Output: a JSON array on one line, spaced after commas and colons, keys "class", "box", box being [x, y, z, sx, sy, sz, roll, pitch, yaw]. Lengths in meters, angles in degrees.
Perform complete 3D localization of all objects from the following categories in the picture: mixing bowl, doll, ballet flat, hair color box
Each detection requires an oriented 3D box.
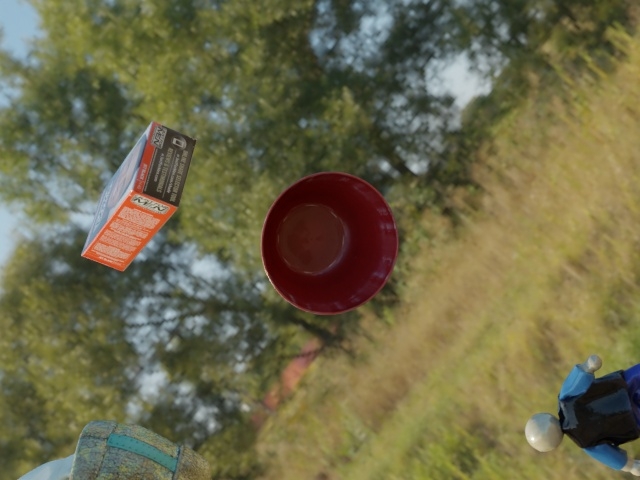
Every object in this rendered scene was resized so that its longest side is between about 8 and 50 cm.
[{"class": "mixing bowl", "box": [0.000, 0.000, 1.438, 0.181, 0.181, 0.098, -51, 16, -7]}, {"class": "doll", "box": [0.288, 0.163, 1.056, 0.189, 0.129, 0.046, -18, 10, 7]}, {"class": "ballet flat", "box": [-0.206, 0.241, 0.750, 0.348, 0.123, 0.123, -48, -1, 25]}, {"class": "hair color box", "box": [-0.156, -0.035, 0.946, 0.141, 0.043, 0.072, -40, 33, 52]}]
